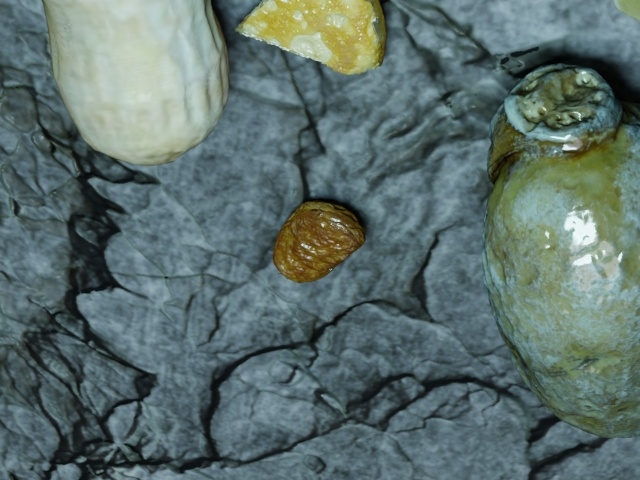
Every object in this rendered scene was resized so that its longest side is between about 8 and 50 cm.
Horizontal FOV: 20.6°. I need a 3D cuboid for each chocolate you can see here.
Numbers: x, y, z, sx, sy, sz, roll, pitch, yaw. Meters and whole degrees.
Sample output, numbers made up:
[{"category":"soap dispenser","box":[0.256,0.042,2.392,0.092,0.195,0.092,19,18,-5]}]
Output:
[{"category":"chocolate","box":[-0.130,-0.178,1.176,0.134,0.134,0.309,-1,135,12]}]

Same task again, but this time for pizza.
[{"category":"pizza","box":[-0.010,-0.163,1.234,0.109,0.026,0.123,-5,135,19]}]

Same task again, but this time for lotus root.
[{"category":"lotus root","box":[0.211,0.035,1.285,0.175,0.175,0.349,-6,135,16]}]

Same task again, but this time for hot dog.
[{"category":"hot dog","box":[0.000,0.000,1.382,0.058,0.035,0.083,32,131,-20]}]

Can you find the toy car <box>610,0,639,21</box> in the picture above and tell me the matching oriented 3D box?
[{"category":"toy car","box":[0.304,-0.164,1.121,0.257,0.101,0.124,1,137,8]}]
